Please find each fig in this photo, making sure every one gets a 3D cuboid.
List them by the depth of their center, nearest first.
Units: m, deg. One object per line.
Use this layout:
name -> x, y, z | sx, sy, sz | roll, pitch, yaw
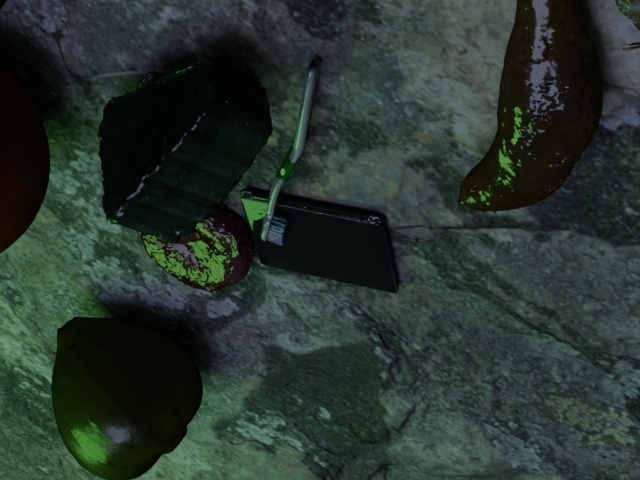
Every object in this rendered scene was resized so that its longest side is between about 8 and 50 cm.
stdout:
fig -> -0.269, 0.194, 2.240 | 0.225, 0.203, 0.203 | 45, 146, 6

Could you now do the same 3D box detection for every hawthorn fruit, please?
hawthorn fruit -> -0.428, -0.084, 1.952 | 0.277, 0.277, 0.298 | 6, 165, 30

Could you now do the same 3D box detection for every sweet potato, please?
sweet potato -> 0.205, -0.120, 1.590 | 0.114, 0.092, 0.341 | 36, 148, 19

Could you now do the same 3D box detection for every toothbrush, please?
toothbrush -> -0.033, -0.090, 1.842 | 0.030, 0.030, 0.304 | 24, 143, 7

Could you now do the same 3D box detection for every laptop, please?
laptop -> 0.000, 0.000, 1.960 | 0.180, 0.016, 0.129 | 13, 143, 23

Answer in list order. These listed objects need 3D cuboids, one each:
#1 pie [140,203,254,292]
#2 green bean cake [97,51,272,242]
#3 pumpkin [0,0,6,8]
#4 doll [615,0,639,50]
pie -> -0.148, 0.003, 2.047 | 0.154, 0.038, 0.153 | 18, 142, 14
green bean cake -> -0.142, -0.122, 1.803 | 0.107, 0.193, 0.208 | 25, 126, -27
pumpkin -> -0.397, -0.277, 1.666 | 0.197, 0.263, 0.293 | 30, 149, -9
doll -> 0.258, -0.259, 1.368 | 0.105, 0.115, 0.221 | 8, 135, 44
